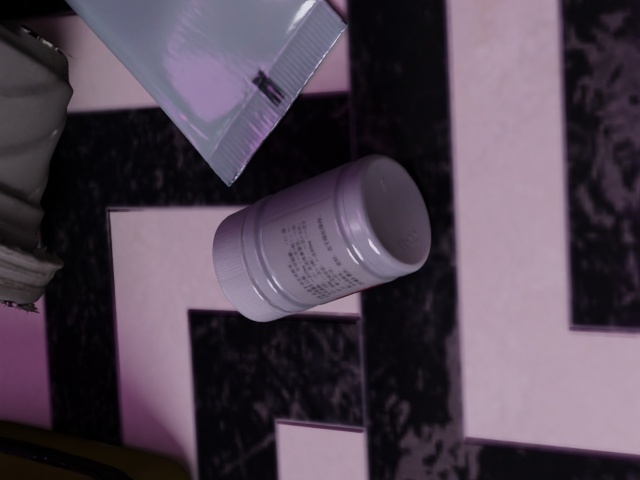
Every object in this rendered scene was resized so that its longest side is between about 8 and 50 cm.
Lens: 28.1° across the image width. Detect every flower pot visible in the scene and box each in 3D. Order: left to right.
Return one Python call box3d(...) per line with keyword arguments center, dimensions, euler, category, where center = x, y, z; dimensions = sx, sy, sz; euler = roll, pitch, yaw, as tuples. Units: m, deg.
box3d(center=(-0.223, -0.069, 0.675), dimensions=(0.235, 0.235, 0.141), euler=(28, 88, 29), category="flower pot")

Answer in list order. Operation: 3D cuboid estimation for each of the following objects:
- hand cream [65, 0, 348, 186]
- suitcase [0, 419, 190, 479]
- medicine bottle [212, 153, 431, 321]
box3d(center=(-0.125, -0.177, 0.678), dimensions=(0.321, 0.067, 0.109), euler=(47, 117, 16), category="hand cream")
box3d(center=(-0.184, 0.205, 0.703), dimensions=(0.234, 0.143, 0.194), euler=(5, 98, 34), category="suitcase")
box3d(center=(0.000, 0.000, 0.605), dimensions=(0.091, 0.058, 0.058), euler=(-21, 84, 35), category="medicine bottle")
